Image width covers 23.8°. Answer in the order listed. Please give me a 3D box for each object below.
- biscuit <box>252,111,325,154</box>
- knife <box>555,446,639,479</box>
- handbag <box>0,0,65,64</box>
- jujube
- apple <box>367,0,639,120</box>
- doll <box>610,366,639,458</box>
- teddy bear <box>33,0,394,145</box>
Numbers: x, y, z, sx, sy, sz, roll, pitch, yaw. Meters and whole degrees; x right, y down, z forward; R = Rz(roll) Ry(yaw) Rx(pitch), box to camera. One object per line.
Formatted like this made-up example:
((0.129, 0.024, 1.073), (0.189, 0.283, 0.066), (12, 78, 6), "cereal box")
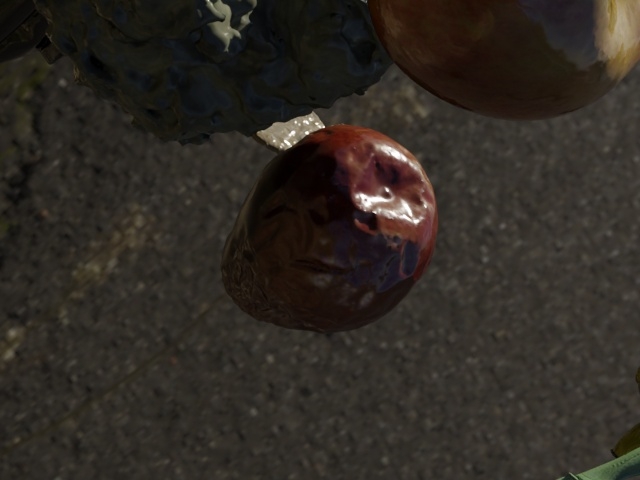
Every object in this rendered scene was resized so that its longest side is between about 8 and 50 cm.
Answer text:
((-0.046, -0.138, 1.771), (0.120, 0.015, 0.120), (20, 39, -17), "biscuit")
((0.194, 0.170, 1.060), (0.207, 0.014, 0.030), (-19, 52, -6), "knife")
((-0.200, -0.273, 1.512), (0.285, 0.257, 0.113), (-26, 91, -45), "handbag")
((0.000, 0.000, 1.451), (0.190, 0.255, 0.190), (9, 68, -23), "jujube")
((0.115, -0.180, 0.911), (0.209, 0.164, 0.209), (-30, 126, -53), "apple")
((0.446, 0.193, 1.855), (0.135, 0.221, 0.143), (31, 10, 20), "doll")
((-0.146, -0.242, 1.144), (0.367, 0.224, 0.357), (46, 1, -30), "teddy bear")
